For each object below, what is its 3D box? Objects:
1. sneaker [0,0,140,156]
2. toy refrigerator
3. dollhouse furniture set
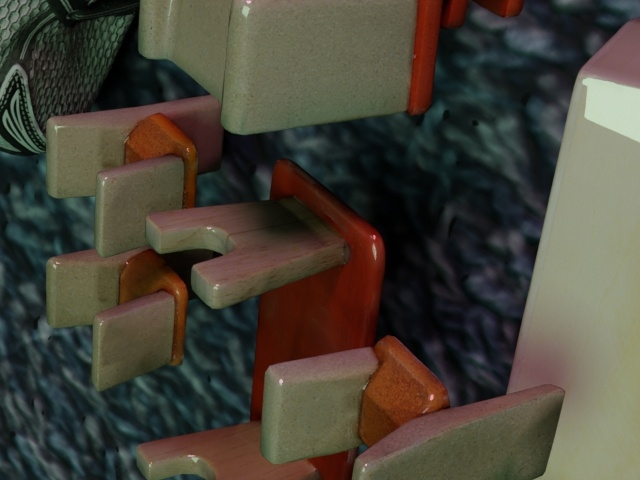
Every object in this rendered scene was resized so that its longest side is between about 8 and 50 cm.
[{"bbox_3d":[-0.072,-0.165,0.551,0.146,0.134,0.343,33,123,3],"label":"sneaker"},{"bbox_3d":[0.137,0.055,0.558,0.094,0.102,0.269,17,116,18],"label":"toy refrigerator"},{"bbox_3d":[0.000,0.000,0.546,0.262,0.135,0.259,42,136,44],"label":"dollhouse furniture set"}]
